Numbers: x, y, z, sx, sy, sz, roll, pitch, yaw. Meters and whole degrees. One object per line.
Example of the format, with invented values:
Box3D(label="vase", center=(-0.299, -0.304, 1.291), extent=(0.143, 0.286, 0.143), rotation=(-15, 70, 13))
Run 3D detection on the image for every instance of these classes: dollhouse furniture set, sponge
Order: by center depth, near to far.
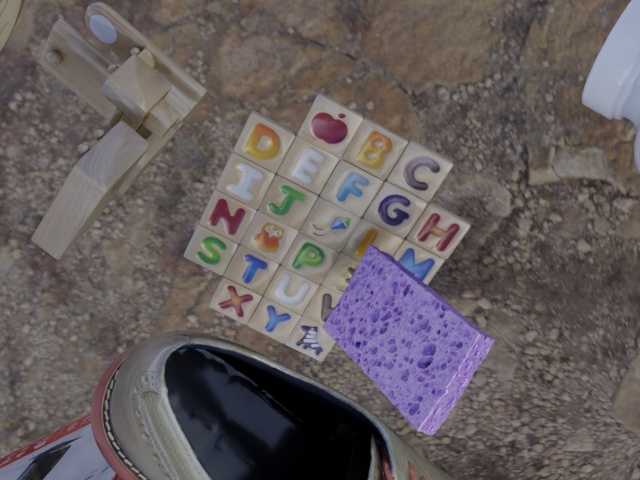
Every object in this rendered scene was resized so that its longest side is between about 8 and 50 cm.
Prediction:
Box3D(label="dollhouse furniture set", center=(-0.179, -0.091, 0.569), extent=(0.144, 0.123, 0.151), rotation=(-38, 15, 50))
Box3D(label="sponge", center=(0.086, 0.100, 0.859), extent=(0.117, 0.031, 0.210), rotation=(-59, 38, 9))

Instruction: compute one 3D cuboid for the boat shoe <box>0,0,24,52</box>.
Box3D(label="boat shoe", center=(-0.316, -0.321, 0.727), extent=(0.123, 0.123, 0.342), rotation=(31, 102, 11))

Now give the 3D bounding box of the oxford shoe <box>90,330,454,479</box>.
Box3D(label="oxford shoe", center=(0.027, 0.169, 0.456), extent=(0.348, 0.130, 0.123), rotation=(32, 64, -11))

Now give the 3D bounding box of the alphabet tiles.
Box3D(label="alphabet tiles", center=(0.000, 0.000, 0.966), extent=(0.285, 0.011, 0.343), rotation=(27, 122, -6))

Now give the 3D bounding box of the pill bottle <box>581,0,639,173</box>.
Box3D(label="pill bottle", center=(0.302, -0.064, 0.488), extent=(0.264, 0.146, 0.146), rotation=(33, 91, 21))

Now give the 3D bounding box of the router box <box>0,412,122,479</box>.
Box3D(label="router box", center=(-0.287, 0.283, 0.819), extent=(0.335, 0.301, 0.082), rotation=(-27, 99, 11))
